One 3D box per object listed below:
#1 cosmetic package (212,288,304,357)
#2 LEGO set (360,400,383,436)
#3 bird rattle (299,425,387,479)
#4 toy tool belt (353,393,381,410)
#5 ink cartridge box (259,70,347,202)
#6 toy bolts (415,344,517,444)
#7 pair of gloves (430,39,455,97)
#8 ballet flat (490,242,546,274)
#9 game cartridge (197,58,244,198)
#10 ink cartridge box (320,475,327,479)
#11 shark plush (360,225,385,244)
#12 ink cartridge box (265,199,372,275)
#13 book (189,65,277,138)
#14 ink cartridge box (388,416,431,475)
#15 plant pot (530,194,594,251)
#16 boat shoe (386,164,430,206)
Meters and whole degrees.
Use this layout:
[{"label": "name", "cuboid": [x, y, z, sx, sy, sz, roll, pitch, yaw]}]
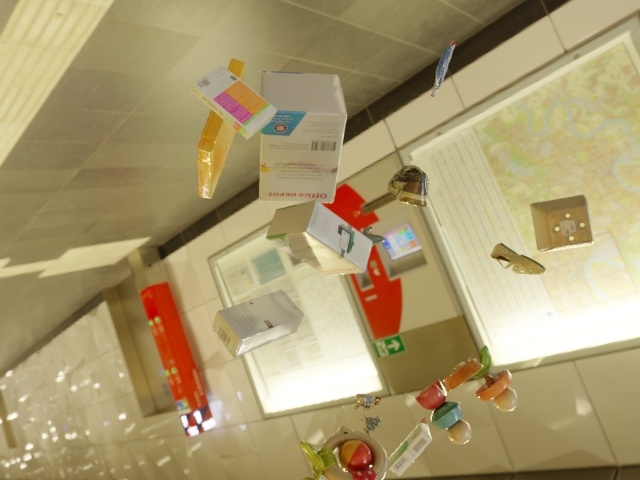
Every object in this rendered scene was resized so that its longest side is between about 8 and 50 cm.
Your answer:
[{"label": "cosmetic package", "cuboid": [-0.171, 0.227, 1.400, 0.231, 0.117, 0.085, -17, 142, -43]}, {"label": "LEGO set", "cuboid": [0.124, 0.429, 1.206, 0.054, 0.083, 0.023, -5, 158, -7]}, {"label": "bird rattle", "cuboid": [0.074, 0.528, 1.174, 0.254, 0.143, 0.207, 9, -154, 31]}, {"label": "toy tool belt", "cuboid": [0.151, 0.527, 1.618, 0.083, 0.051, 0.052, 10, -177, -9]}, {"label": "ink cartridge box", "cuboid": [-0.056, -0.258, 1.276, 0.198, 0.197, 0.270, 1, 135, -7]}, {"label": "toy bolts", "cuboid": [0.358, 0.394, 1.219, 0.228, 0.158, 0.218, -42, 163, 18]}, {"label": "pair of gloves", "cuboid": [0.373, -0.528, 1.540, 0.198, 0.023, 0.159, -51, 159, -55]}, {"label": "ballet flat", "cuboid": [0.490, 0.058, 1.251, 0.052, 0.057, 0.168, -50, -154, 3]}, {"label": "game cartridge", "cuboid": [-0.288, -0.307, 1.428, 0.053, 0.285, 0.323, 17, 158, -6]}, {"label": "ink cartridge box", "cuboid": [-0.004, 0.934, 1.706, 0.100, 0.237, 0.172, 14, -164, 6]}, {"label": "shark plush", "cuboid": [0.127, -0.002, 1.647, 0.161, 0.073, 0.067, -2, -159, -18]}, {"label": "ink cartridge box", "cuboid": [0.000, 0.000, 1.269, 0.160, 0.092, 0.219, -8, 147, 46]}, {"label": "book", "cuboid": [-0.171, -0.275, 0.990, 0.096, 0.144, 0.035, -52, -176, -41]}, {"label": "ink cartridge box", "cuboid": [0.328, 0.750, 1.867, 0.181, 0.056, 0.225, -51, 178, 5]}, {"label": "plant pot", "cuboid": [0.499, -0.031, 1.020, 0.109, 0.108, 0.096, -10, -177, 16]}, {"label": "boat shoe", "cuboid": [0.193, -0.122, 1.061, 0.080, 0.073, 0.223, 16, -166, -3]}]
